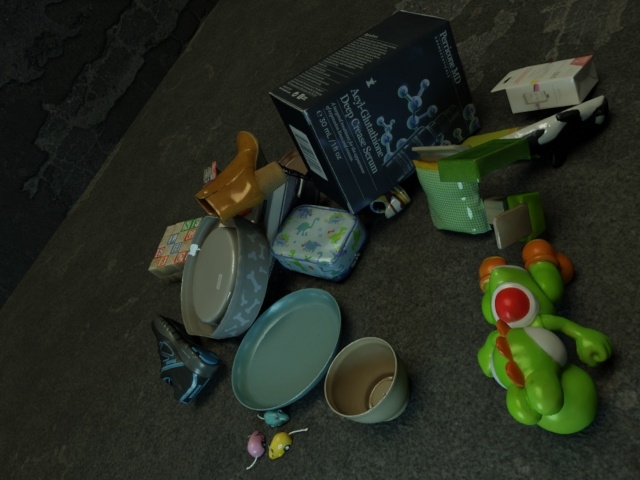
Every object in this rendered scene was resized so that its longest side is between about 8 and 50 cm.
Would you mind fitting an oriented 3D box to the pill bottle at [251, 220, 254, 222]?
[{"bbox_3d":[-0.214,0.004,1.870,0.120,0.067,0.067,-52,36,-6],"label":"pill bottle"}]

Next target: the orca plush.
[{"bbox_3d":[0.467,-0.197,1.334,0.287,0.102,0.151,-23,1,-16],"label":"orca plush"}]

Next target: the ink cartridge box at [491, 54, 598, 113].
[{"bbox_3d":[0.498,-0.344,1.456,0.198,0.067,0.115,2,37,46],"label":"ink cartridge box"}]

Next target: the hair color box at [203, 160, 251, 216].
[{"bbox_3d":[-0.287,-0.155,2.007,0.053,0.167,0.093,-33,39,19],"label":"hair color box"}]

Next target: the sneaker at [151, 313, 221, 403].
[{"bbox_3d":[-0.389,0.301,1.719,0.139,0.125,0.341,-60,32,-1],"label":"sneaker"}]

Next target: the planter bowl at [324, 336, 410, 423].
[{"bbox_3d":[0.105,0.282,1.249,0.162,0.109,0.162,-27,40,26],"label":"planter bowl"}]

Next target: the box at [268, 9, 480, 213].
[{"bbox_3d":[0.134,-0.309,1.547,0.396,0.293,0.212,-35,34,-10],"label":"box"}]

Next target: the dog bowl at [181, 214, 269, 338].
[{"bbox_3d":[-0.248,0.093,1.691,0.349,0.102,0.348,-25,60,53],"label":"dog bowl"}]

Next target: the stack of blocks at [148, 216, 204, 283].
[{"bbox_3d":[-0.377,0.021,2.000,0.297,0.087,0.171,-12,48,38],"label":"stack of blocks"}]

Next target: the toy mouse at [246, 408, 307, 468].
[{"bbox_3d":[-0.119,0.414,1.415,0.161,0.031,0.143,-46,36,2],"label":"toy mouse"}]

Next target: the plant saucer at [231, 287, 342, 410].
[{"bbox_3d":[-0.072,0.252,1.500,0.318,0.043,0.317,-28,37,23],"label":"plant saucer"}]

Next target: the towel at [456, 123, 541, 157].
[{"bbox_3d":[0.402,-0.213,1.498,0.237,0.021,0.102,-5,48,44],"label":"towel"}]

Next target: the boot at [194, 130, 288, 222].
[{"bbox_3d":[-0.229,-0.166,1.657,0.211,0.104,0.295,-31,39,-10],"label":"boot"}]

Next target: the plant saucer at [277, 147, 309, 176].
[{"bbox_3d":[-0.078,-0.214,1.972,0.169,0.029,0.168,-27,40,25],"label":"plant saucer"}]

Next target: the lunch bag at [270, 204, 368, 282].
[{"bbox_3d":[0.000,0.000,1.613,0.219,0.090,0.176,10,62,37],"label":"lunch bag"}]

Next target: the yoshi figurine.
[{"bbox_3d":[0.364,0.175,1.083,0.203,0.203,0.362,11,38,5],"label":"yoshi figurine"}]

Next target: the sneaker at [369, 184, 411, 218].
[{"bbox_3d":[0.142,-0.117,1.624,0.084,0.069,0.185,-44,35,-5],"label":"sneaker"}]

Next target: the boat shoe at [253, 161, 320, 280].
[{"bbox_3d":[-0.095,-0.026,1.739,0.127,0.158,0.340,16,93,57],"label":"boat shoe"}]

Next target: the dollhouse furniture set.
[{"bbox_3d":[0.266,-0.086,1.297,0.151,0.197,0.302,-25,18,-29],"label":"dollhouse furniture set"}]
